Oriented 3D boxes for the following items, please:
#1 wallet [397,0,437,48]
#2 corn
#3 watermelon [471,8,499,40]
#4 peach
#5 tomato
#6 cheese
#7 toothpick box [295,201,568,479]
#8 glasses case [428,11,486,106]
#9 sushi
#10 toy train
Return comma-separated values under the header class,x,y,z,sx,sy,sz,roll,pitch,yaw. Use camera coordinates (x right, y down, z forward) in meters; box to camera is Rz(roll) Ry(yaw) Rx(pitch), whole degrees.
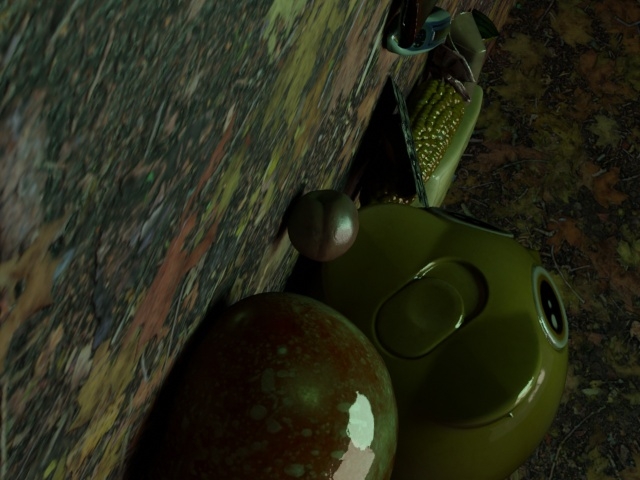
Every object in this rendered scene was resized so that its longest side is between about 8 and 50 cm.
class,x,y,z,sx,sy,sz,roll,pitch,yaw
wallet,0.144,-0.345,1.379,0.137,0.031,0.255,102,11,-46
corn,0.150,-0.143,1.912,0.313,0.102,0.102,-61,172,-33
watermelon,0.319,-0.412,2.364,0.092,0.075,0.181,-62,176,10
peach,0.004,-0.016,1.281,0.083,0.083,0.083,-63,174,-13
tomato,-0.035,0.192,1.136,0.270,0.222,0.270,-60,172,-13
cheese,0.189,-0.141,2.149,0.265,0.123,0.243,106,7,-58
toothpick box,0.151,0.154,1.652,0.409,0.409,0.425,-63,168,-18
glasses case,0.228,-0.286,1.978,0.193,0.070,0.102,94,-20,-68
sushi,0.114,-0.130,1.711,0.279,0.043,0.193,-9,86,-82
toy train,0.124,-0.261,1.473,0.252,0.048,0.055,-47,159,-69
